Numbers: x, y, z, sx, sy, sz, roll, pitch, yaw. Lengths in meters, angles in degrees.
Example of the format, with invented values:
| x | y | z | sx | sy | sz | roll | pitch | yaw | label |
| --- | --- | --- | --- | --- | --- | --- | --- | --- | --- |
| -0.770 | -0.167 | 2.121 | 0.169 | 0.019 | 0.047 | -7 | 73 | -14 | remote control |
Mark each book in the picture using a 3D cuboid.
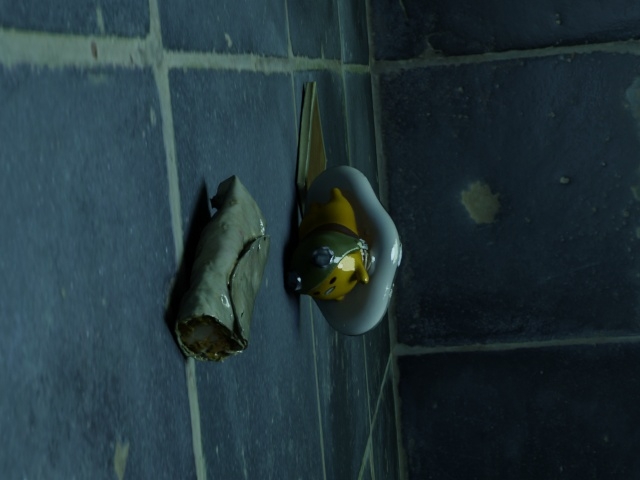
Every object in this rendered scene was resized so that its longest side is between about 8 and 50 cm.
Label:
| x | y | z | sx | sy | sz | roll | pitch | yaw | label |
| --- | --- | --- | --- | --- | --- | --- | --- | --- | --- |
| -0.013 | -0.108 | 1.898 | 0.242 | 0.018 | 0.170 | -86 | 170 | -45 | book |

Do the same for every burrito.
| x | y | z | sx | sy | sz | roll | pitch | yaw | label |
| --- | --- | --- | --- | --- | --- | --- | --- | --- | --- |
| -0.083 | 0.024 | 1.086 | 0.226 | 0.060 | 0.087 | -83 | 162 | -52 | burrito |

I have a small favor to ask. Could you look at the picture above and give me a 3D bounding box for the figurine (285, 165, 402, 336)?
| x | y | z | sx | sy | sz | roll | pitch | yaw | label |
| --- | --- | --- | --- | --- | --- | --- | --- | --- | --- |
| 0.000 | 0.000 | 1.668 | 0.141 | 0.166 | 0.250 | 17 | 48 | -49 | figurine |
